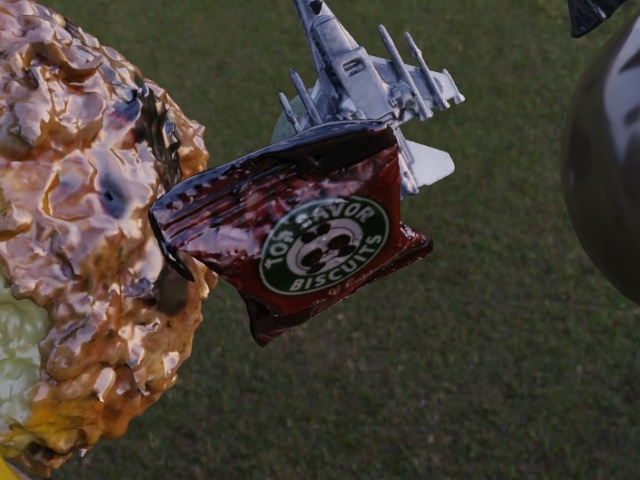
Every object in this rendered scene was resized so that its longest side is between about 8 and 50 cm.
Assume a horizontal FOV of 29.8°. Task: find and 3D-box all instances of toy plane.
[{"bbox_3d":[0.026,-0.122,0.944,0.160,0.234,0.082,-28,13,-12],"label":"toy plane"}]

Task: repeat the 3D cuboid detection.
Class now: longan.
[{"bbox_3d":[0.455,-0.100,1.390,0.404,0.405,0.336,-27,23,-27],"label":"longan"}]

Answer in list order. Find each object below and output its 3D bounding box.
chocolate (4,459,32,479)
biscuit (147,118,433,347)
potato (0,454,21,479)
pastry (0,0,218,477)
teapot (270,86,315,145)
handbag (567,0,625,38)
[{"bbox_3d":[-0.340,0.304,1.372,0.065,0.329,0.102,-44,40,-5],"label":"chocolate"},{"bbox_3d":[-0.006,0.003,0.774,0.151,0.235,0.063,-31,63,1],"label":"biscuit"},{"bbox_3d":[-0.203,0.091,0.335,0.289,0.397,0.296,-2,75,-32],"label":"potato"},{"bbox_3d":[-0.244,-0.027,1.014,0.292,0.405,0.337,-21,12,27],"label":"pastry"},{"bbox_3d":[0.012,-0.125,1.736,0.129,0.294,0.193,11,30,-30],"label":"teapot"},{"bbox_3d":[0.328,-0.369,1.292,0.088,0.211,0.254,10,63,-40],"label":"handbag"}]
